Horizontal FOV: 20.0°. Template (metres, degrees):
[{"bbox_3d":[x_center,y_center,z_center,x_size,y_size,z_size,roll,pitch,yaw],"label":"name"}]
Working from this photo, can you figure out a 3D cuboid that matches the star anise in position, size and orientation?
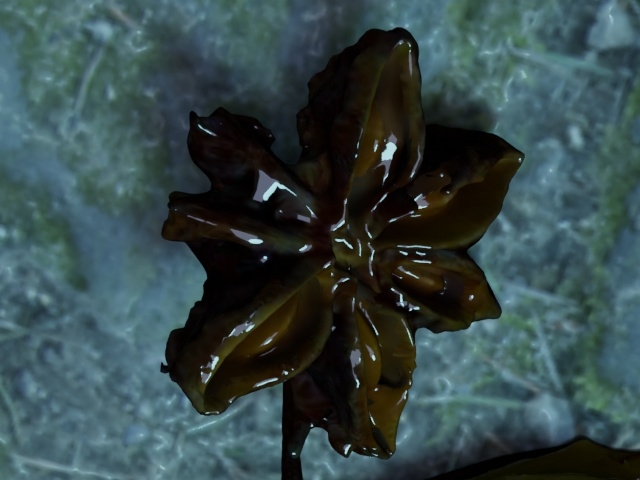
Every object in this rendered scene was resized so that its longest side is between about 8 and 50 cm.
[{"bbox_3d":[0.000,0.000,0.932,0.220,0.126,0.190,-45,129,-12],"label":"star anise"}]

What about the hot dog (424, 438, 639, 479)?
[{"bbox_3d":[0.083,0.232,0.999,0.326,0.107,0.194,-31,101,8],"label":"hot dog"}]
